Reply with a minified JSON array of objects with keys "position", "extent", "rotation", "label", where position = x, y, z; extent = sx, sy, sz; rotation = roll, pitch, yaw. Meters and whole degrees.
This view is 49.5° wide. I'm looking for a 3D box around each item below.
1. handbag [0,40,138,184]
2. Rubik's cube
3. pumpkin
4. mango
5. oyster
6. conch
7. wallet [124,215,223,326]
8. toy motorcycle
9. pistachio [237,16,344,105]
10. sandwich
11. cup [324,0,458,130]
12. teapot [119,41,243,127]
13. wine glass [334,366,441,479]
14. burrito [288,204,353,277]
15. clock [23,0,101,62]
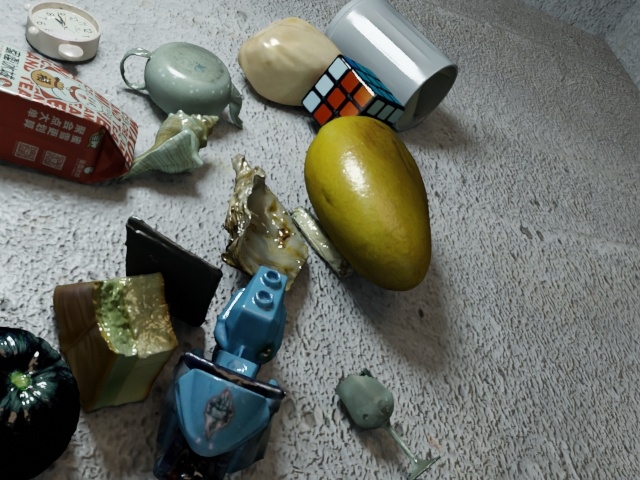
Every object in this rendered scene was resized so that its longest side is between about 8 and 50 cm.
[{"position":[-0.473,-0.223,1.253],"extent":[0.297,0.151,0.171],"rotation":[16,36,-26],"label":"handbag"},{"position":[0.079,-0.329,1.698],"extent":[0.162,0.163,0.161],"rotation":[2,45,-56],"label":"Rubik's cube"},{"position":[-0.398,0.205,0.862],"extent":[0.202,0.140,0.202],"rotation":[34,30,-23],"label":"pumpkin"},{"position":[0.105,-0.071,1.409],"extent":[0.301,0.220,0.445],"rotation":[40,26,-43],"label":"mango"},{"position":[-0.109,-0.020,1.311],"extent":[0.204,0.110,0.396],"rotation":[53,14,-25],"label":"oyster"},{"position":[-0.275,-0.178,1.364],"extent":[0.114,0.137,0.234],"rotation":[48,43,-23],"label":"conch"},{"position":[-0.226,0.060,1.035],"extent":[0.146,0.285,0.030],"rotation":[27,64,-3],"label":"wallet"},{"position":[-0.120,0.192,0.988],"extent":[0.172,0.232,0.416],"rotation":[25,39,-2],"label":"toy motorcycle"},{"position":[-0.056,-0.439,1.744],"extent":[0.317,0.214,0.193],"rotation":[12,0,-34],"label":"pistachio"},{"position":[-0.302,0.102,0.998],"extent":[0.108,0.186,0.220],"rotation":[-3,50,-39],"label":"sandwich"},{"position":[0.198,-0.492,1.950],"extent":[0.327,0.237,0.322],"rotation":[47,11,17],"label":"cup"},{"position":[-0.291,-0.340,1.519],"extent":[0.294,0.130,0.193],"rotation":[15,42,-18],"label":"teapot"},{"position":[0.107,0.303,1.149],"extent":[0.079,0.079,0.195],"rotation":[-21,64,-45],"label":"wine glass"},{"position":[0.000,0.000,1.428],"extent":[0.045,0.041,0.186],"rotation":[-35,68,-5],"label":"burrito"},{"position":[-0.559,-0.452,1.504],"extent":[0.155,0.063,0.229],"rotation":[-2,47,-32],"label":"clock"}]
